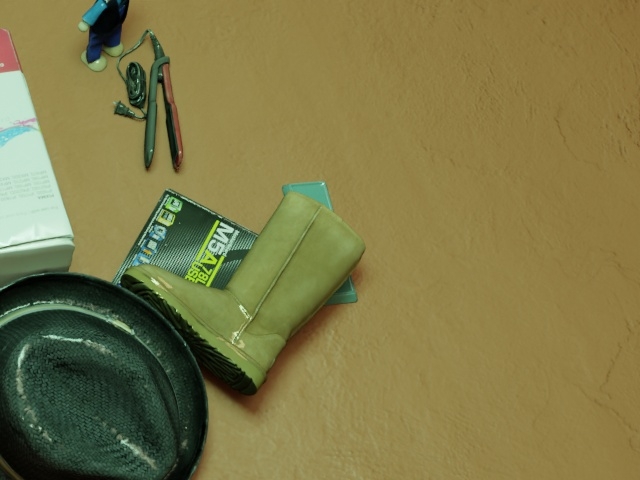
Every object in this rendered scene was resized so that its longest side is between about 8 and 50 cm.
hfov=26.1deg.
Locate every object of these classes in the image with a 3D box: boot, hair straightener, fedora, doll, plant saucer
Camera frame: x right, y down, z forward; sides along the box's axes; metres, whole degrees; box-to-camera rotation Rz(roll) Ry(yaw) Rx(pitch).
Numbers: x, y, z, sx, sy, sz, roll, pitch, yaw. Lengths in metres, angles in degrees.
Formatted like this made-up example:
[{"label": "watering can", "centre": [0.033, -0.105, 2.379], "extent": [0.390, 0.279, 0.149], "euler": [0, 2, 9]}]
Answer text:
[{"label": "boot", "centre": [-0.098, 0.036, 1.781], "extent": [0.236, 0.089, 0.269], "euler": [42, 57, -11]}, {"label": "hair straightener", "centre": [-0.246, -0.202, 1.938], "extent": [0.089, 0.047, 0.230], "euler": [1, 61, -17]}, {"label": "fedora", "centre": [-0.271, 0.195, 1.585], "extent": [0.334, 0.152, 0.334], "euler": [1, 88, -19]}, {"label": "doll", "centre": [-0.288, -0.317, 1.906], "extent": [0.046, 0.189, 0.129], "euler": [38, 59, 6]}, {"label": "plant saucer", "centre": [0.000, 0.000, 1.917], "extent": [0.067, 0.018, 0.192], "euler": [-6, 64, -19]}]

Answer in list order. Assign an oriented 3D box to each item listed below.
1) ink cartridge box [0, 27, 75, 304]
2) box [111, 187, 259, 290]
[{"label": "ink cartridge box", "centre": [-0.413, -0.072, 1.710], "extent": [0.131, 0.226, 0.306], "euler": [-10, 64, -21]}, {"label": "box", "centre": [-0.165, 0.049, 1.823], "extent": [0.184, 0.045, 0.190], "euler": [27, 57, 0]}]
